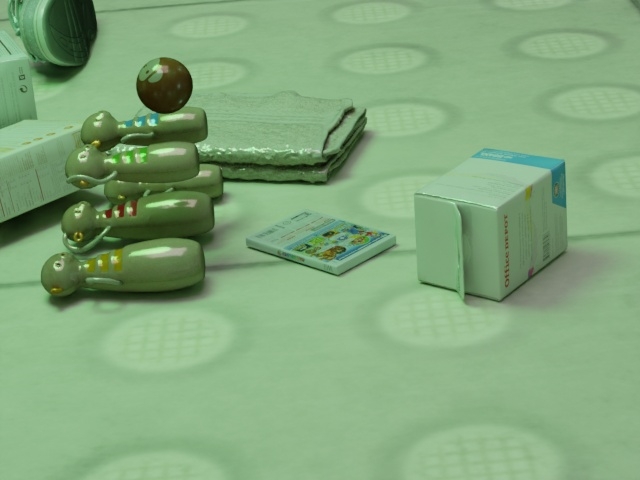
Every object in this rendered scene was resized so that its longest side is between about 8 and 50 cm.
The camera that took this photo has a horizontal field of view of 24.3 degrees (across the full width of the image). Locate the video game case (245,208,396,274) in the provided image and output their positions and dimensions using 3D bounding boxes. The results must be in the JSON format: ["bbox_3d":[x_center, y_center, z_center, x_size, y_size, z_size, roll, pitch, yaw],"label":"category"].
[{"bbox_3d":[0.000,0.000,1.445,0.122,0.011,0.087,17,31,40],"label":"video game case"}]

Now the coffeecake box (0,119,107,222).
[{"bbox_3d":[-0.340,-0.070,1.571,0.142,0.068,0.185,5,24,45],"label":"coffeecake box"}]

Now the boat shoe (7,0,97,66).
[{"bbox_3d":[-0.386,-0.310,2.101,0.103,0.118,0.320,-10,20,2],"label":"boat shoe"}]

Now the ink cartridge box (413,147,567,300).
[{"bbox_3d":[0.151,-0.014,1.349,0.090,0.092,0.143,13,29,36],"label":"ink cartridge box"}]

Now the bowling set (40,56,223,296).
[{"bbox_3d":[-0.189,-0.082,1.452,0.154,0.199,0.287,-5,20,3],"label":"bowling set"}]

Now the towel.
[{"bbox_3d":[-0.098,-0.121,1.692,0.282,0.049,0.187,1,24,14],"label":"towel"}]

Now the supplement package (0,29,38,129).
[{"bbox_3d":[-0.459,-0.144,1.706,0.244,0.133,0.139,-13,25,-18],"label":"supplement package"}]
